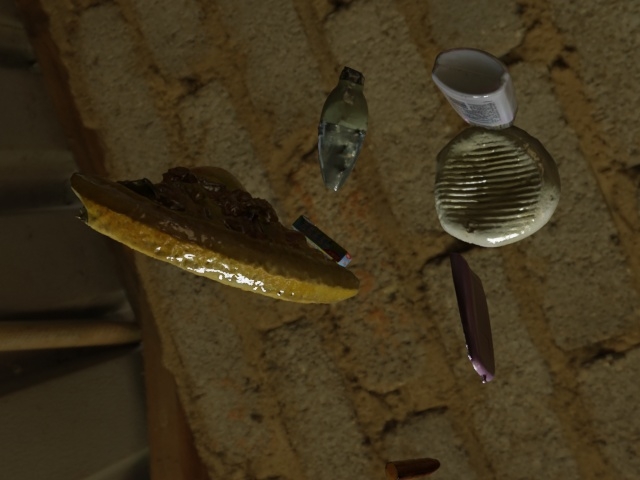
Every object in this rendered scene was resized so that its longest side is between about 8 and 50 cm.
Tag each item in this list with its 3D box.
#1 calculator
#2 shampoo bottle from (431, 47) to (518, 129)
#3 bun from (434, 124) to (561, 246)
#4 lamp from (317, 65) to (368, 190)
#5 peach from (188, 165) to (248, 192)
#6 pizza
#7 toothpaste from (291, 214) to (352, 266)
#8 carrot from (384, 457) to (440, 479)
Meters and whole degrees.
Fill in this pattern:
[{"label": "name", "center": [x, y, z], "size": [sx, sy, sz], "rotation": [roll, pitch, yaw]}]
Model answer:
[{"label": "calculator", "center": [0.353, 0.180, 1.766], "size": [0.194, 0.043, 0.294], "rotation": [43, -143, -56]}, {"label": "shampoo bottle", "center": [0.195, -0.181, 0.950], "size": [0.227, 0.086, 0.055], "rotation": [4, -76, -72]}, {"label": "bun", "center": [0.309, -0.099, 1.350], "size": [0.133, 0.231, 0.231], "rotation": [-8, -104, -56]}, {"label": "lamp", "center": [0.044, -0.223, 1.567], "size": [0.101, 0.101, 0.250], "rotation": [-7, -69, -65]}, {"label": "peach", "center": [-0.246, -0.049, 1.666], "size": [0.231, 0.231, 0.231], "rotation": [45, -148, -39]}, {"label": "pizza", "center": [-0.111, 0.000, 0.890], "size": [0.268, 0.087, 0.258], "rotation": [31, -164, 22]}, {"label": "toothpaste", "center": [0.000, 0.000, 2.169], "size": [0.193, 0.044, 0.070], "rotation": [39, 172, 29]}, {"label": "carrot", "center": [0.207, 0.500, 1.694], "size": [0.139, 0.048, 0.048], "rotation": [4, -118, -34]}]
